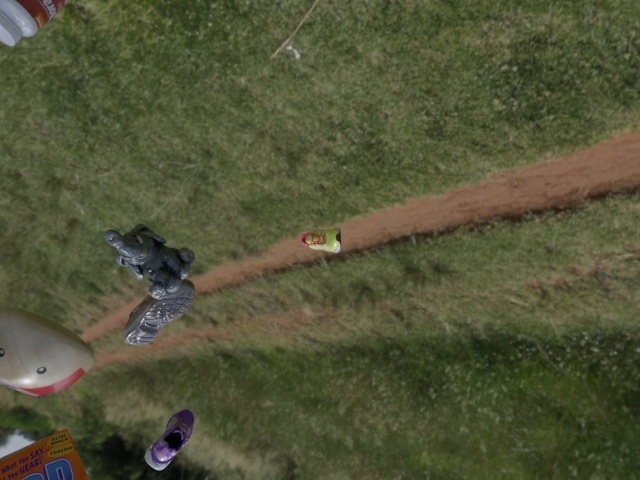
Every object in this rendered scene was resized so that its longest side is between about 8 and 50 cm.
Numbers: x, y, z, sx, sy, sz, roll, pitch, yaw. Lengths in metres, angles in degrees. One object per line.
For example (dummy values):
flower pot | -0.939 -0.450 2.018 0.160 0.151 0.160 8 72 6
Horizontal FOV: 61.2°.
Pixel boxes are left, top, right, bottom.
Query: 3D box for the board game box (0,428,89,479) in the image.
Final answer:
board game box | -0.926 0.835 1.589 0.357 0.356 0.356 -28 85 27

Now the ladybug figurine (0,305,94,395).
ladybug figurine | -0.746 0.294 1.374 0.305 0.161 0.449 29 153 -16

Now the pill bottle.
pill bottle | -0.761 -0.610 1.400 0.121 0.216 0.121 26 157 12

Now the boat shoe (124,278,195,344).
boat shoe | -0.546 0.219 1.802 0.324 0.116 0.123 -38 136 18

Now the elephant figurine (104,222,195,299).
elephant figurine | -0.471 0.030 1.449 0.239 0.169 0.186 38 132 -23

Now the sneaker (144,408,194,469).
sneaker | -0.464 0.628 1.751 0.095 0.236 0.104 41 115 -4

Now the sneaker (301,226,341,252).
sneaker | 0.000 0.000 1.769 0.094 0.081 0.208 2 175 -24
